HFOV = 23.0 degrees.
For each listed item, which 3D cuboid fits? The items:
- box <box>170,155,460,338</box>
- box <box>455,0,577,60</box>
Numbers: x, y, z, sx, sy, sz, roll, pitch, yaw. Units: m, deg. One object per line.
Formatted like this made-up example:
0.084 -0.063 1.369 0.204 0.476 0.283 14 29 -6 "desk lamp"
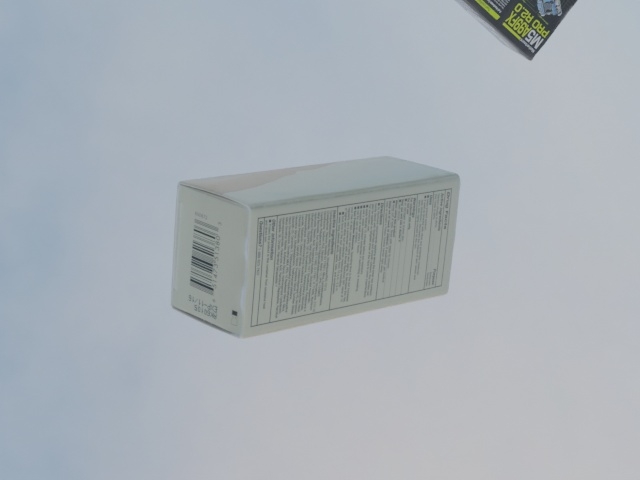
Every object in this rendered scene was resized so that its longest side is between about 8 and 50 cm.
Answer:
0.000 0.000 1.686 0.311 0.121 0.148 -8 -71 -43 "box"
0.227 -0.366 1.843 0.270 0.216 0.060 32 -172 -45 "box"
